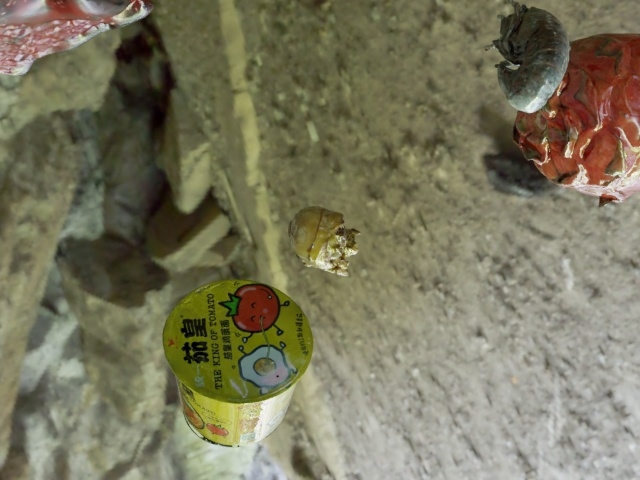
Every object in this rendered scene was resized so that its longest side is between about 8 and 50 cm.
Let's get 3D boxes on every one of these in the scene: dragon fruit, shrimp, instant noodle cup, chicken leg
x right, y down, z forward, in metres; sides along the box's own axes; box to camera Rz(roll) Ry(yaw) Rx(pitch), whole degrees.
[{"bbox_3d":[-0.177,-0.125,0.552,0.123,0.092,0.192,28,-171,-7],"label":"dragon fruit"},{"bbox_3d":[0.167,-0.158,0.794,0.057,0.065,0.165,35,-155,-17],"label":"shrimp"},{"bbox_3d":[0.387,-0.168,1.318,0.241,0.252,0.241,60,-169,-20],"label":"dragon fruit"},{"bbox_3d":[-0.104,0.162,1.221,0.144,0.182,0.182,98,151,-48],"label":"instant noodle cup"},{"bbox_3d":[-0.002,-0.002,1.391,0.207,0.101,0.085,-170,99,-81],"label":"chicken leg"}]
